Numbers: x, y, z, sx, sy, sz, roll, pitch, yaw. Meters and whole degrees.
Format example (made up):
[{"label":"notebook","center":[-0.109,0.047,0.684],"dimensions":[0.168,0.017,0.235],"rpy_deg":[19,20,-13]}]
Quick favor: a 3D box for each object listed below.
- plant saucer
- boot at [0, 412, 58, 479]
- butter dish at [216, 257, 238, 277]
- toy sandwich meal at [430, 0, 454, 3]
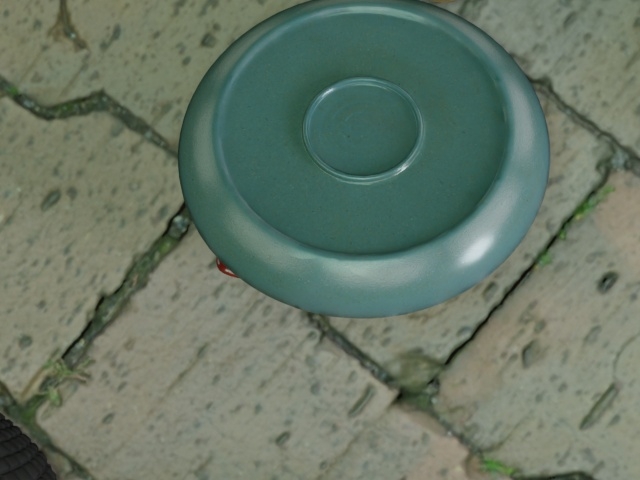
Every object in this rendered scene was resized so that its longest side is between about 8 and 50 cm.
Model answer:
[{"label":"plant saucer","center":[0.036,-0.086,1.496],"dimensions":[0.318,0.043,0.317],"rpy_deg":[-1,63,1]},{"label":"boot","center":[-0.410,0.230,1.648],"dimensions":[0.338,0.118,0.222],"rpy_deg":[35,101,19]},{"label":"butter dish","center":[0.000,0.000,1.551],"dimensions":[0.160,0.118,0.160],"rpy_deg":[6,53,6]},{"label":"toy sandwich meal","center":[0.108,-0.251,1.562],"dimensions":[0.086,0.029,0.085],"rpy_deg":[1,97,9]}]
